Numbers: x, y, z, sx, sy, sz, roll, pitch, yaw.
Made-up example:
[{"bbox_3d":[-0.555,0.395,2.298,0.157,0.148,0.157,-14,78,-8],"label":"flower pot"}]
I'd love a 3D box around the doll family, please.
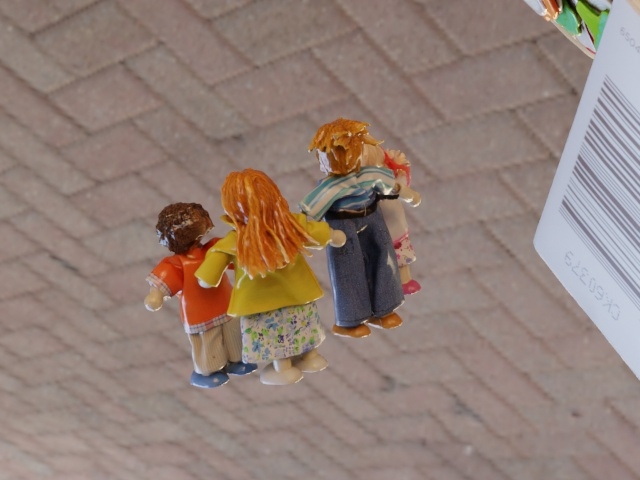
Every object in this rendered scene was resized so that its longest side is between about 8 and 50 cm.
[{"bbox_3d":[0.000,0.000,0.967,0.118,0.263,0.163,11,118,52],"label":"doll family"}]

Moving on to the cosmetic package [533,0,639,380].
[{"bbox_3d":[0.209,-0.022,0.505,0.183,0.151,0.151,-22,147,-20],"label":"cosmetic package"}]

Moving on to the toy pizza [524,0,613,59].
[{"bbox_3d":[0.121,-0.147,0.661,0.201,0.032,0.201,51,175,6],"label":"toy pizza"}]
